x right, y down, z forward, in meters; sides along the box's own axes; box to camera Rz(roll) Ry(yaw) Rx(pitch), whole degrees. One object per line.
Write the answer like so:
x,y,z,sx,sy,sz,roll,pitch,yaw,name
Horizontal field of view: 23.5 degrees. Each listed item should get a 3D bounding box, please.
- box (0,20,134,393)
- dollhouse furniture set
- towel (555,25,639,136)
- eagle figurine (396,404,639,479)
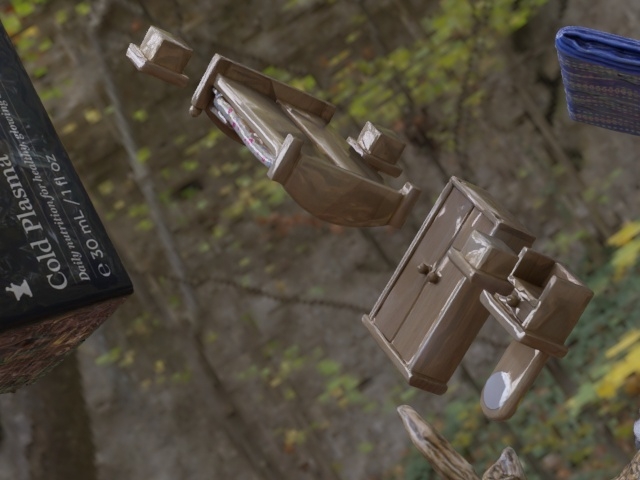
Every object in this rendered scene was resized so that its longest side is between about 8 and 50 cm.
-0.541,-0.037,1.657,0.471,0.480,0.297,-18,-15,-43,box
0.000,0.000,1.331,0.355,0.303,0.174,21,-74,-31,dollhouse furniture set
0.353,-0.127,1.514,0.336,0.243,0.040,36,-109,-76,towel
0.225,0.113,0.839,0.298,0.226,0.225,-39,17,14,eagle figurine
